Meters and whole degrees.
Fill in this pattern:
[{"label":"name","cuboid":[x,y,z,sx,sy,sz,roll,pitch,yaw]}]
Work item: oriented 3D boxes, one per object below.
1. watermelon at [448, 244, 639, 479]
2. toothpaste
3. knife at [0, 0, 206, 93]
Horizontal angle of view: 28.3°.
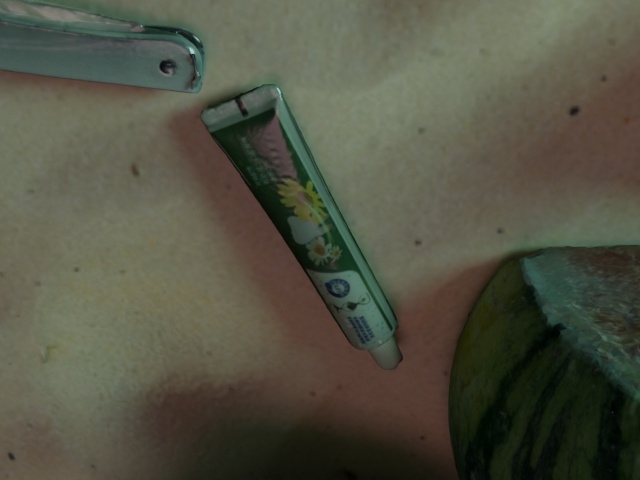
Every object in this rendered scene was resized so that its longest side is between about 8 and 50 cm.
[{"label":"watermelon","cuboid":[0.199,0.130,0.712,0.201,0.262,0.213,-16,125,-15]},{"label":"toothpaste","cuboid":[0.000,0.000,0.726,0.049,0.031,0.204,-20,121,19]},{"label":"knife","cuboid":[-0.140,-0.107,0.666,0.162,0.023,0.044,8,124,2]}]
